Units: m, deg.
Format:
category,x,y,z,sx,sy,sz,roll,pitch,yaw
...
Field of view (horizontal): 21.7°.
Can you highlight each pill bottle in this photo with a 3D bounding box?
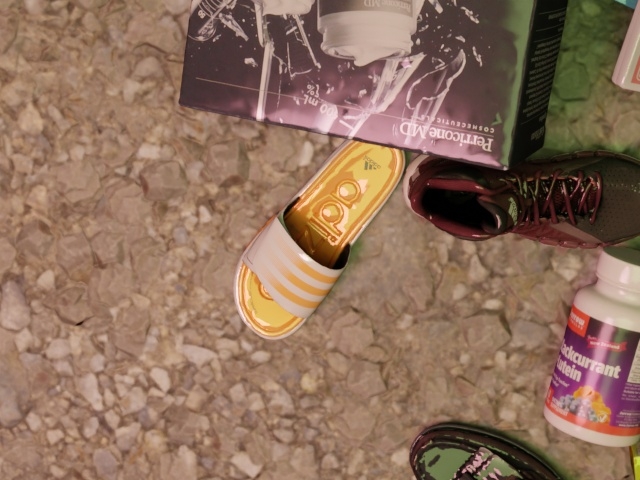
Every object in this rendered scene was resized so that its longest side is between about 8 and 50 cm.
category,x,y,z,sx,sy,sz,roll,pitch,yaw
pill bottle,0.309,0.109,1.758,0.108,0.108,0.193,14,103,3

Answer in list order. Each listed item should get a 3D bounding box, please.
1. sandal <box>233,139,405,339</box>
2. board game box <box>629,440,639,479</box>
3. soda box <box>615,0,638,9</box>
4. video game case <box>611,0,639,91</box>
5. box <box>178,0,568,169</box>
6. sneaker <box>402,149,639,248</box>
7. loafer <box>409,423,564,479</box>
category,x,y,z,sx,sy,sz,roll,pitch,yaw
sandal,-0.008,-0.007,1.783,0.102,0.076,0.265,35,104,-2
board game box,0.423,0.228,1.780,0.181,0.092,0.043,-6,101,8
soda box,0.345,-0.261,1.693,0.210,0.067,0.071,24,104,1
video game case,0.440,-0.223,1.642,0.285,0.025,0.204,8,109,-24
box,0.066,-0.259,1.634,0.343,0.179,0.312,12,105,16
sneaker,0.221,-0.031,1.708,0.281,0.162,0.106,1,103,6
loafer,0.231,0.304,1.816,0.302,0.095,0.109,33,104,-2
